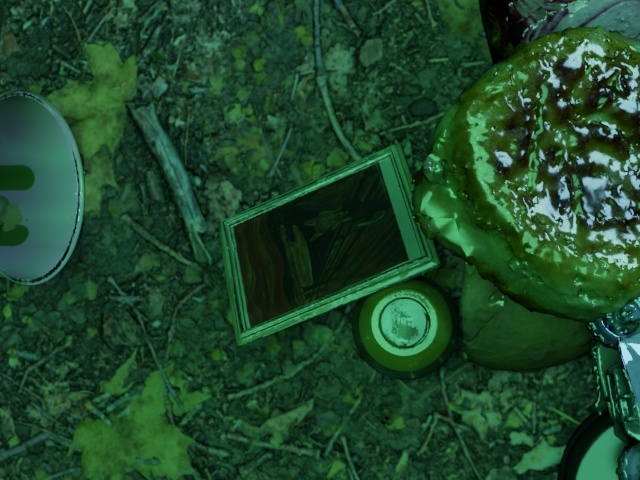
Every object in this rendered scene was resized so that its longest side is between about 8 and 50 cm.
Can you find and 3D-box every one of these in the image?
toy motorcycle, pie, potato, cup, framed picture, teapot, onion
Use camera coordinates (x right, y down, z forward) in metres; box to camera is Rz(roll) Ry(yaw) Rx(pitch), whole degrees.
[{"bbox_3d":[0.402,0.159,1.163,0.204,0.108,0.239,-6,94,-11],"label":"toy motorcycle"},{"bbox_3d":[0.273,-0.078,1.123,0.354,0.103,0.288,-34,87,-8],"label":"pie"},{"bbox_3d":[0.299,0.056,1.231,0.264,0.211,0.190,3,78,12],"label":"potato"},{"bbox_3d":[-0.490,-0.064,1.420,0.273,0.253,0.253,-2,85,19],"label":"cup"},{"bbox_3d":[0.000,0.000,1.348,0.273,0.016,0.216,-24,49,10],"label":"framed picture"},{"bbox_3d":[0.112,0.091,1.319,0.130,0.119,0.166,22,83,8],"label":"teapot"},{"bbox_3d":[0.292,-0.272,1.265,0.216,0.206,0.207,-17,53,-1],"label":"onion"}]

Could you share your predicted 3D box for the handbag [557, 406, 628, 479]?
[{"bbox_3d":[0.430,0.287,1.242,0.308,0.093,0.254,-16,81,12],"label":"handbag"}]
